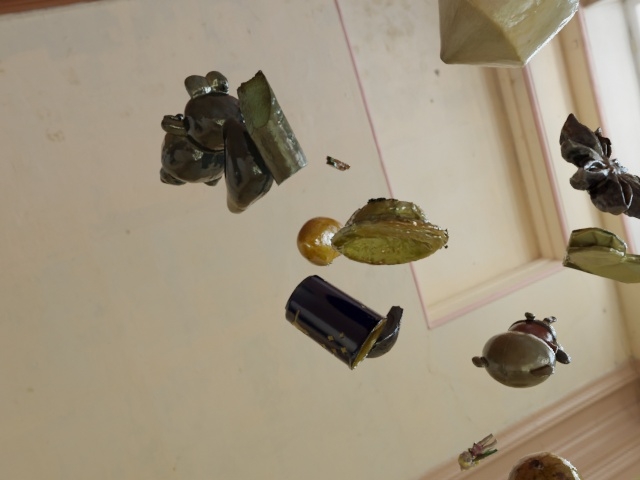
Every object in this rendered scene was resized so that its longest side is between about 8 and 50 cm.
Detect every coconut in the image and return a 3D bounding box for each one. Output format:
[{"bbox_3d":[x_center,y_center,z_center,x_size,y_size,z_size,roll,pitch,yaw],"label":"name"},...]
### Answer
[{"bbox_3d":[0.397,-0.520,1.071,0.328,0.329,0.329,-17,-172,3],"label":"coconut"}]

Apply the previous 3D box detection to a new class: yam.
[{"bbox_3d":[-0.121,-0.267,1.149,0.106,0.259,0.106,-27,-169,6],"label":"yam"}]

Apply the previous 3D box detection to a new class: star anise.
[{"bbox_3d":[0.496,-0.103,0.830,0.230,0.263,0.081,-7,150,-48],"label":"star anise"}]

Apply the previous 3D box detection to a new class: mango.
[{"bbox_3d":[0.000,0.000,1.548,0.126,0.154,0.252,11,-169,27],"label":"mango"}]

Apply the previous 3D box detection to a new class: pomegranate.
[{"bbox_3d":[0.642,0.720,1.365,0.215,0.216,0.215,-17,-172,3],"label":"pomegranate"}]

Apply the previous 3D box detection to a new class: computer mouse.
[{"bbox_3d":[0.209,0.301,1.531,0.217,0.073,0.122,-49,169,-46],"label":"computer mouse"}]

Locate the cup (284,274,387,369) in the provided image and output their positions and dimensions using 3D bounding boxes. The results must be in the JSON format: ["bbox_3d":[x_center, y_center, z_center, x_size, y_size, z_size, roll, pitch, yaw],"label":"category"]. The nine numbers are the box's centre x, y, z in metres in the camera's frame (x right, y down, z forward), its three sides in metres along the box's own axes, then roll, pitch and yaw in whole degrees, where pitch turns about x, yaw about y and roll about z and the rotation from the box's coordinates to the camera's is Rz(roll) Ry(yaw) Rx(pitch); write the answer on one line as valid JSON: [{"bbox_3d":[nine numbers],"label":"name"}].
[{"bbox_3d":[0.026,0.259,1.409,0.256,0.255,0.178,31,-148,20],"label":"cup"}]

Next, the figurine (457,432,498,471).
[{"bbox_3d":[0.596,0.809,1.828,0.187,0.083,0.083,-45,-174,6],"label":"figurine"}]

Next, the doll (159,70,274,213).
[{"bbox_3d":[-0.314,-0.225,1.353,0.252,0.379,0.382,-4,148,-31],"label":"doll"}]

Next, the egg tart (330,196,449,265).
[{"bbox_3d":[0.173,-0.024,1.252,0.314,0.120,0.315,1,160,0],"label":"egg tart"}]

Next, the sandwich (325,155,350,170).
[{"bbox_3d":[0.052,-0.245,1.543,0.067,0.029,0.135,27,-172,26],"label":"sandwich"}]

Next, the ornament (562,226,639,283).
[{"bbox_3d":[0.610,0.044,1.059,0.201,0.059,0.180,24,161,-17],"label":"ornament"}]

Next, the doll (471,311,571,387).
[{"bbox_3d":[0.612,0.325,1.438,0.235,0.174,0.330,2,-167,39],"label":"doll"}]
